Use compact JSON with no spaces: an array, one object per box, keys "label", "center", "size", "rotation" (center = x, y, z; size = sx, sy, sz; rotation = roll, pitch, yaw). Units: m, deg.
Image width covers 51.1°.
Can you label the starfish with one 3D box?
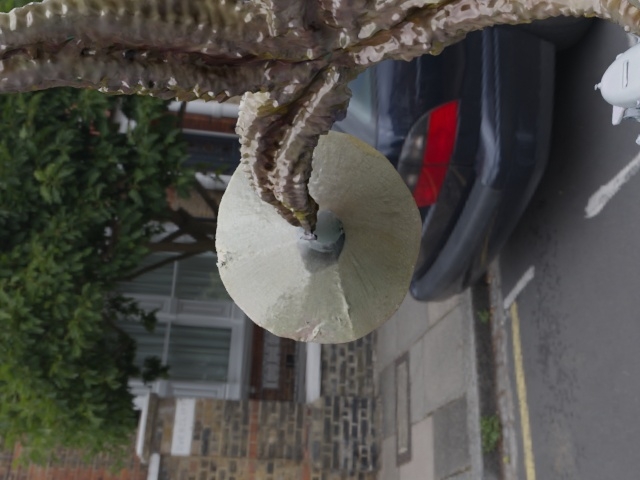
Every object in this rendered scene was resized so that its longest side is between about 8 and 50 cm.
[{"label":"starfish","center":[-0.014,-0.092,0.383],"size":[0.398,0.384,0.132],"rotation":[-12,79,43]}]

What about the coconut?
[{"label":"coconut","center":[0.000,0.000,0.770],"size":[0.244,0.239,0.239],"rotation":[68,-153,-84]}]

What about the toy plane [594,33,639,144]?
[{"label":"toy plane","center":[0.535,-0.264,1.080],"size":[0.252,0.118,0.252],"rotation":[-177,90,-89]}]
